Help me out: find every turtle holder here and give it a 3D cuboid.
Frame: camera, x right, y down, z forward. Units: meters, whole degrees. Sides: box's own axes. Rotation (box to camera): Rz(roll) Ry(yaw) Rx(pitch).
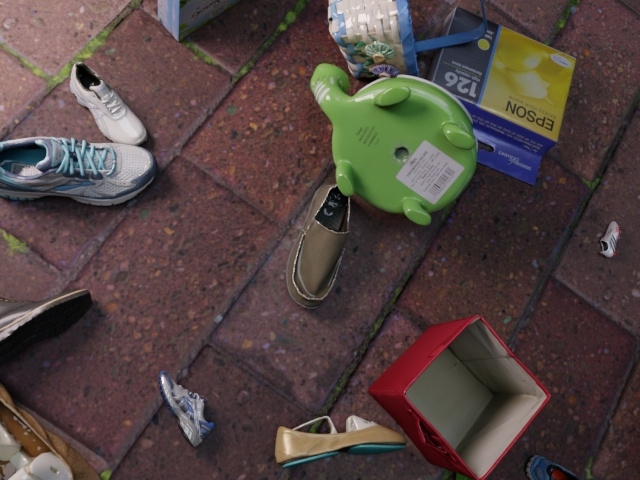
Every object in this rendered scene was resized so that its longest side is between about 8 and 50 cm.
[{"bbox_3d":[0.128,-0.188,1.043,0.320,0.227,0.243,8,118,11],"label":"turtle holder"}]

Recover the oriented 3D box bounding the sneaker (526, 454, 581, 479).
[{"bbox_3d":[0.457,0.464,1.029,0.162,0.073,0.063,38,71,-2],"label":"sneaker"}]

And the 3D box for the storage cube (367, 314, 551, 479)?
[{"bbox_3d":[0.226,0.264,0.963,0.215,0.193,0.183,-41,88,-18],"label":"storage cube"}]

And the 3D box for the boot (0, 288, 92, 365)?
[{"bbox_3d":[-0.491,0.103,0.904,0.137,0.077,0.198,39,47,24],"label":"boot"}]

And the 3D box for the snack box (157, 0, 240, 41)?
[{"bbox_3d":[-0.208,-0.496,1.061,0.207,0.174,0.070,-41,91,-20],"label":"snack box"}]

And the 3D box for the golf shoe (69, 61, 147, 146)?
[{"bbox_3d":[-0.384,-0.242,1.004,0.176,0.086,0.069,44,69,-1],"label":"golf shoe"}]

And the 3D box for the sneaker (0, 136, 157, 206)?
[{"bbox_3d":[-0.422,-0.121,0.944,0.283,0.122,0.110,-6,78,-15],"label":"sneaker"}]

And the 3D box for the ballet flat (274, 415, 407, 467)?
[{"bbox_3d":[0.036,0.336,0.964,0.232,0.080,0.073,-2,62,-15],"label":"ballet flat"}]

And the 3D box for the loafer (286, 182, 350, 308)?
[{"bbox_3d":[0.000,0.000,1.031,0.094,0.087,0.251,14,73,-9],"label":"loafer"}]

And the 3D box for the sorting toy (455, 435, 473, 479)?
[{"bbox_3d":[0.279,0.405,1.025,0.061,0.042,0.102,11,86,5],"label":"sorting toy"}]

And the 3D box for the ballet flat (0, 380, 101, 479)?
[{"bbox_3d":[-0.456,0.310,0.827,0.116,0.124,0.342,-41,88,-18],"label":"ballet flat"}]

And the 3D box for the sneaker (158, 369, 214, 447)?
[{"bbox_3d":[-0.224,0.271,0.936,0.058,0.052,0.135,-29,92,-28],"label":"sneaker"}]

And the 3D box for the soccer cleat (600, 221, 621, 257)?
[{"bbox_3d":[0.623,-0.004,1.210,0.036,0.029,0.083,17,78,-13],"label":"soccer cleat"}]

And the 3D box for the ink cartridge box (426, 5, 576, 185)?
[{"bbox_3d":[0.379,-0.316,1.212,0.304,0.072,0.307,21,71,-8],"label":"ink cartridge box"}]

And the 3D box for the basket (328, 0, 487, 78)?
[{"bbox_3d":[0.173,-0.429,1.082,0.289,0.255,0.201,-13,74,15],"label":"basket"}]
